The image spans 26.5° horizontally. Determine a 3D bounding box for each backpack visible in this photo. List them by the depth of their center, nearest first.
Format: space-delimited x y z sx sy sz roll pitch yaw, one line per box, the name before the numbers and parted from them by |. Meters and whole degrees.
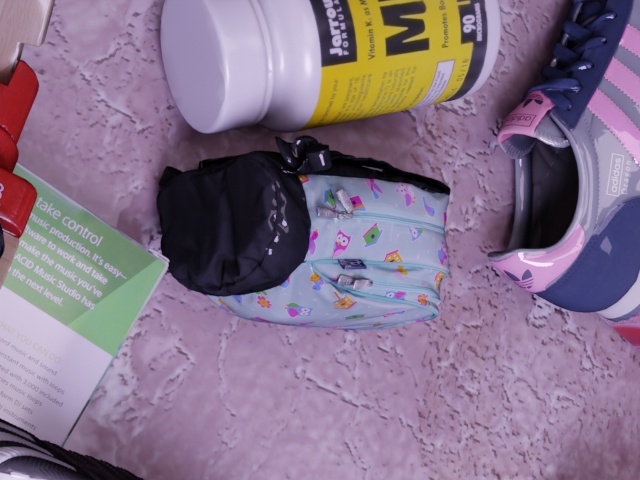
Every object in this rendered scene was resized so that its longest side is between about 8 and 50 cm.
backpack | 0.000 0.000 0.891 0.182 0.152 0.115 8 85 -38

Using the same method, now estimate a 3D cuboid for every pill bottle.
pill bottle | 0.006 -0.138 0.915 0.208 0.119 0.119 -14 89 -28

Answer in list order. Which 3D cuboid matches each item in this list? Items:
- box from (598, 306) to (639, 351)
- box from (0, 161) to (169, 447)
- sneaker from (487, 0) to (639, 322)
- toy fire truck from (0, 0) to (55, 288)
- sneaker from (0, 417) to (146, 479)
box | 0.366 0.023 0.973 0.142 0.300 0.154 40 66 -15
box | -0.262 0.085 0.784 0.232 0.058 0.322 36 70 -18
sneaker | 0.200 -0.107 1.014 0.131 0.112 0.319 13 76 -28
toy fire truck | -0.236 -0.100 0.721 0.217 0.158 0.246 27 59 -20
sneaker | -0.149 0.210 0.773 0.281 0.106 0.163 39 79 -49
